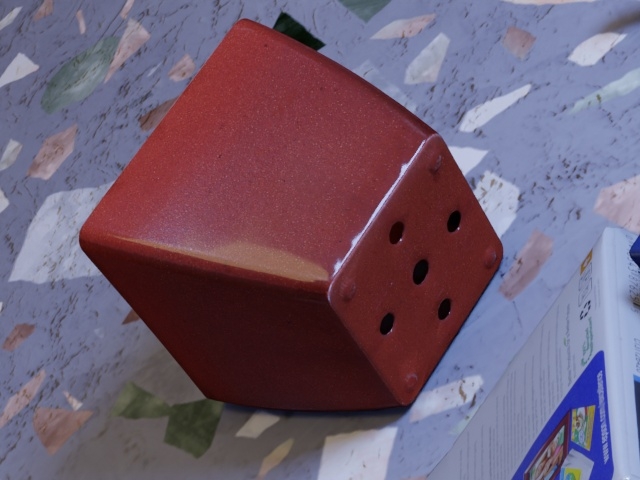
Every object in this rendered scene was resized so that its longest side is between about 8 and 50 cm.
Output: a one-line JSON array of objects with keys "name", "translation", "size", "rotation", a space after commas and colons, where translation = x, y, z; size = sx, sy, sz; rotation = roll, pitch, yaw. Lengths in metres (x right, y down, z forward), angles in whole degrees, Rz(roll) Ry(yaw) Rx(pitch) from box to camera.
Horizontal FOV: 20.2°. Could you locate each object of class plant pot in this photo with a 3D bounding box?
[{"name": "plant pot", "translation": [0.000, 0.000, 1.591], "size": [0.235, 0.267, 0.267], "rotation": [16, 63, 39]}]

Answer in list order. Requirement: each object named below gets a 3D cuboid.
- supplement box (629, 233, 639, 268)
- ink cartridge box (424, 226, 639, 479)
[{"name": "supplement box", "translation": [0.417, 0.007, 1.165], "size": [0.356, 0.194, 0.195], "rotation": [1, 48, 54]}, {"name": "ink cartridge box", "translation": [0.154, 0.188, 1.283], "size": [0.304, 0.072, 0.307], "rotation": [-82, 17, -58]}]
